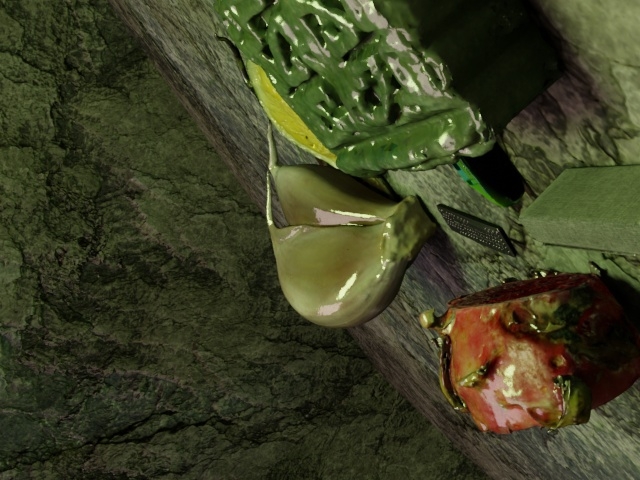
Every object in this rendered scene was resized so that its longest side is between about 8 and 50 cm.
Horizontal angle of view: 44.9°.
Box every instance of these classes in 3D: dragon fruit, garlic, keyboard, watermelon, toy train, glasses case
[{"bbox_3d":[0.221,0.102,0.837,0.147,0.211,0.282,63,-171,-1],"label":"dragon fruit"},{"bbox_3d":[0.000,0.000,1.273,0.340,0.231,0.246,33,159,25],"label":"garlic"},{"bbox_3d":[0.207,-0.015,1.043,0.053,0.010,0.155,53,171,-24],"label":"keyboard"},{"bbox_3d":[0.017,-0.178,0.911,0.232,0.127,0.204,27,161,44],"label":"watermelon"},{"bbox_3d":[0.138,-0.121,0.820,0.209,0.044,0.042,52,171,-8],"label":"toy train"},{"bbox_3d":[0.242,-0.023,0.616,0.047,0.071,0.205,49,172,-13],"label":"glasses case"}]

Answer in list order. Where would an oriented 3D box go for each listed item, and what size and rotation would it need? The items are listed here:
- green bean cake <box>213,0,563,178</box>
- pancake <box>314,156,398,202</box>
[{"bbox_3d":[0.046,-0.174,0.668,0.255,0.132,0.241,53,155,-15],"label":"green bean cake"},{"bbox_3d":[0.069,-0.090,1.367,0.250,0.031,0.250,48,172,9],"label":"pancake"}]
